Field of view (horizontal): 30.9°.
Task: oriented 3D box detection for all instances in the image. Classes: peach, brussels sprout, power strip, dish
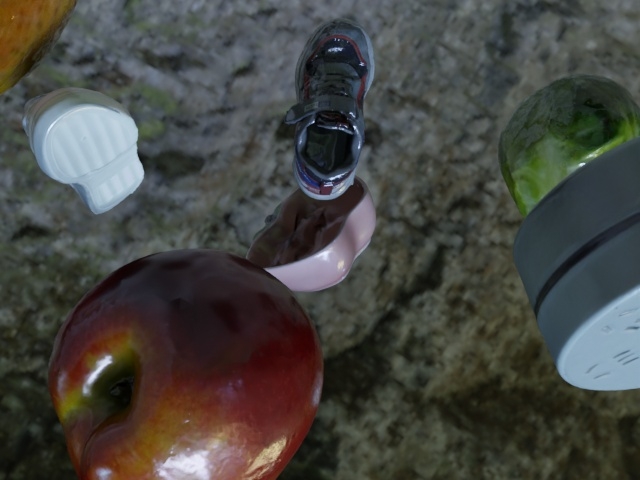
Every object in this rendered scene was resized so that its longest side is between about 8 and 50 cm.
[{"bbox_3d":[-0.101,0.123,0.942,0.199,0.244,0.243,1,177,33],"label":"peach"},{"bbox_3d":[0.391,-0.119,1.792,0.219,0.272,0.210,-1,176,-39],"label":"brussels sprout"},{"bbox_3d":[0.392,0.019,1.263,0.357,0.357,0.161,16,-133,-44],"label":"power strip"},{"bbox_3d":[0.000,0.000,1.701,0.090,0.213,0.213,52,-175,-27],"label":"dish"}]

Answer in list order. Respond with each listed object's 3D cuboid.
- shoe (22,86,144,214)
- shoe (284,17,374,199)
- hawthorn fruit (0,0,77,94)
[{"bbox_3d":[-0.336,-0.156,1.544,0.160,0.131,0.363,49,172,10],"label":"shoe"},{"bbox_3d":[0.008,-0.159,1.411,0.099,0.228,0.125,6,-172,6],"label":"shoe"},{"bbox_3d":[-0.523,-0.358,1.436,0.471,0.472,0.472,29,-165,-9],"label":"hawthorn fruit"}]
